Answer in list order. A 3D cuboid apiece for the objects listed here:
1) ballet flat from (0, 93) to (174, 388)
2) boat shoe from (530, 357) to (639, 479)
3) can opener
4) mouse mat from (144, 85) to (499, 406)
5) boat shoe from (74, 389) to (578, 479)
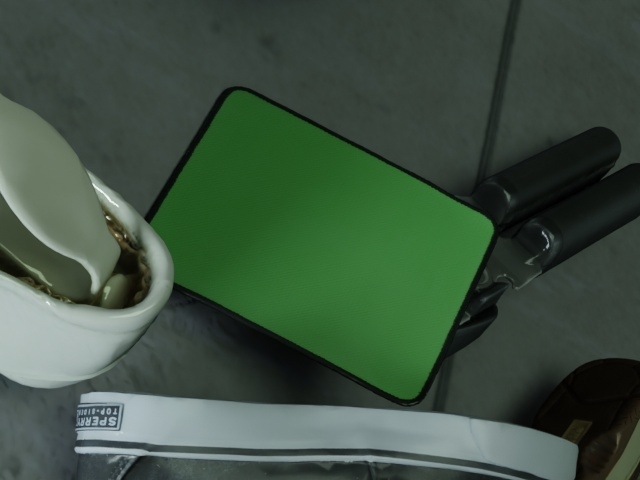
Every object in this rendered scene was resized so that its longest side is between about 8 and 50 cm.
[{"bbox_3d":[-0.222,-0.078,0.928,0.400,0.139,0.139,43,53,-22],"label":"ballet flat"},{"bbox_3d":[0.142,0.181,1.186,0.257,0.095,0.095,-39,124,-34],"label":"boat shoe"},{"bbox_3d":[0.117,0.004,1.244,0.076,0.095,0.283,46,37,15],"label":"can opener"},{"bbox_3d":[0.000,0.000,1.120,0.190,0.007,0.152,28,55,0],"label":"mouse mat"},{"bbox_3d":[0.010,0.144,1.063,0.306,0.113,0.105,8,81,-34],"label":"boat shoe"}]
